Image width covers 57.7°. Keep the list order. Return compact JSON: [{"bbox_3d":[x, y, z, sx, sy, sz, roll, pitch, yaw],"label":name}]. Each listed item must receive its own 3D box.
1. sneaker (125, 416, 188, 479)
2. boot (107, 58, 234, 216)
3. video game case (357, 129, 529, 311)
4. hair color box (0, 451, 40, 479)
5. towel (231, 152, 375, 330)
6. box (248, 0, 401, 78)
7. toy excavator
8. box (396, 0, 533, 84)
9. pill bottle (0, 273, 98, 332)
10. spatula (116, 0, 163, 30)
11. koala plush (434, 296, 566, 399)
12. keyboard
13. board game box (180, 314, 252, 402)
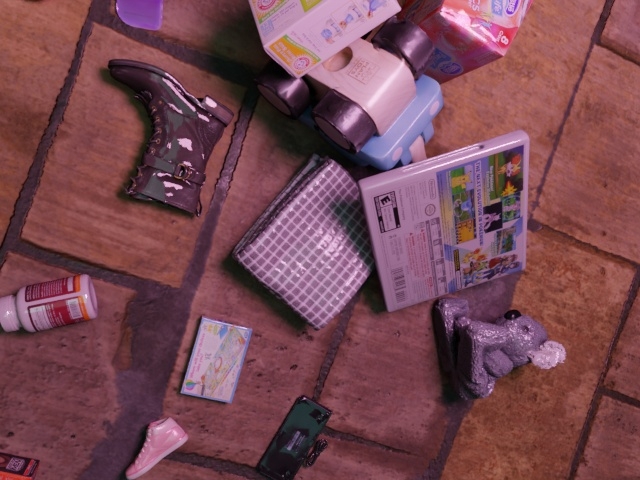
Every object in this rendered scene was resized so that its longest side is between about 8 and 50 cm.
[{"bbox_3d":[-0.330,0.395,1.122,0.134,0.051,0.070,-35,100,-13],"label":"sneaker"},{"bbox_3d":[-0.302,-0.184,1.067,0.263,0.091,0.229,26,87,-16],"label":"boot"},{"bbox_3d":[0.240,-0.022,1.084,0.299,0.036,0.329,-17,131,-1],"label":"video game case"},{"bbox_3d":[-0.591,0.415,1.046,0.141,0.072,0.043,18,90,-15],"label":"hair color box"},{"bbox_3d":[0.000,0.000,1.140,0.235,0.121,0.284,42,83,-14],"label":"towel"},{"bbox_3d":[0.003,-0.371,0.915,0.203,0.103,0.114,-29,62,21],"label":"box"},{"bbox_3d":[0.147,-0.201,1.127,0.433,0.445,0.222,37,86,28],"label":"toy excavator"},{"bbox_3d":[0.242,-0.405,1.080,0.142,0.300,0.154,29,86,-14],"label":"box"},{"bbox_3d":[-0.487,0.116,1.044,0.152,0.086,0.086,-11,97,-13],"label":"pill bottle"},{"bbox_3d":[-0.322,-0.545,1.067,0.084,0.030,0.297,6,93,-12],"label":"spatula"},{"bbox_3d":[0.379,0.221,1.227,0.221,0.196,0.203,-11,108,-14],"label":"koala plush"},{"bbox_3d":[-0.043,0.423,1.210,0.108,0.023,0.180,32,87,-8],"label":"keyboard"},{"bbox_3d":[-0.206,0.236,1.153,0.103,0.026,0.154,16,90,-15],"label":"board game box"}]
